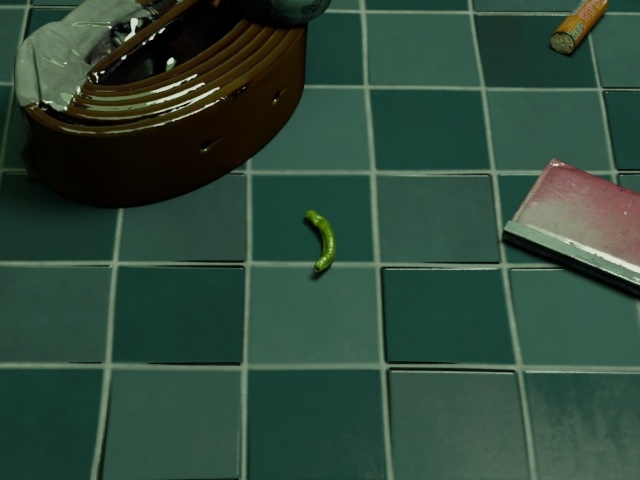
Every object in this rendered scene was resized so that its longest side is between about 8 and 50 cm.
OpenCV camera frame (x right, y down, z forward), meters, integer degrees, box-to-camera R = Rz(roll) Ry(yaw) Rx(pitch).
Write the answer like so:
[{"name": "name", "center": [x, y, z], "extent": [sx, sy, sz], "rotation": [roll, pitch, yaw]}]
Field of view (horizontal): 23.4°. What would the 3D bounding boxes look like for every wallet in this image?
[{"name": "wallet", "center": [0.306, -0.001, 1.502], "extent": [0.232, 0.025, 0.119], "rotation": [24, 52, 18]}]

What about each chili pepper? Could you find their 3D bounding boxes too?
[{"name": "chili pepper", "center": [0.000, 0.001, 1.495], "extent": [0.030, 0.017, 0.083], "rotation": [-9, 46, -9]}]

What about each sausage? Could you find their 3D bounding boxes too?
[{"name": "sausage", "center": [0.293, -0.248, 1.718], "extent": [0.031, 0.031, 0.107], "rotation": [27, 53, 20]}]

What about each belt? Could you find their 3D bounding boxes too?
[{"name": "belt", "center": [-0.157, -0.171, 1.573], "extent": [0.217, 0.122, 0.338], "rotation": [38, 57, 26]}]

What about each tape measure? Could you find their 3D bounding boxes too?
[{"name": "tape measure", "center": [-0.035, -0.309, 1.526], "extent": [0.107, 0.180, 0.104], "rotation": [-2, 33, -8]}]
